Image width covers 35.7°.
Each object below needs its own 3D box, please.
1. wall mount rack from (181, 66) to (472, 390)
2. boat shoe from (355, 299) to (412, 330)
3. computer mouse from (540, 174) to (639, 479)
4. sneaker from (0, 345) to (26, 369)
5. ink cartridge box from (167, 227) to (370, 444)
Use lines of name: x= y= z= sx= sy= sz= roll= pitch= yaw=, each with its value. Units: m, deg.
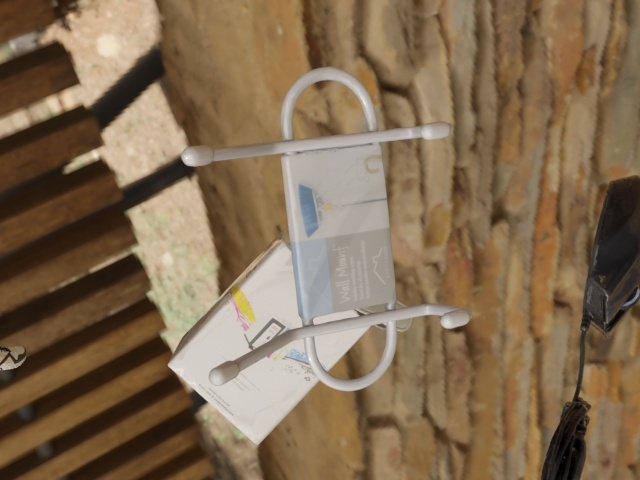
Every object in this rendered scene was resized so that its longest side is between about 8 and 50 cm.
wall mount rack: x=0.000 y=0.000 z=1.000 sx=0.130 sy=0.304 sz=0.350 roll=6 pitch=104 yaw=64
boat shoe: x=0.055 y=0.070 z=1.190 sx=0.125 sy=0.046 sz=0.038 roll=32 pitch=158 yaw=-28
computer mouse: x=0.175 y=0.061 z=0.606 sx=0.041 sy=0.242 sz=0.071 roll=12 pitch=152 yaw=18
sneaker: x=-0.525 y=0.188 z=1.618 sx=0.040 sy=0.109 sz=0.044 roll=24 pitch=114 yaw=33
ink cartridge box: x=-0.067 y=0.126 z=1.394 sx=0.168 sy=0.233 sz=0.171 roll=43 pitch=-175 yaw=-6
